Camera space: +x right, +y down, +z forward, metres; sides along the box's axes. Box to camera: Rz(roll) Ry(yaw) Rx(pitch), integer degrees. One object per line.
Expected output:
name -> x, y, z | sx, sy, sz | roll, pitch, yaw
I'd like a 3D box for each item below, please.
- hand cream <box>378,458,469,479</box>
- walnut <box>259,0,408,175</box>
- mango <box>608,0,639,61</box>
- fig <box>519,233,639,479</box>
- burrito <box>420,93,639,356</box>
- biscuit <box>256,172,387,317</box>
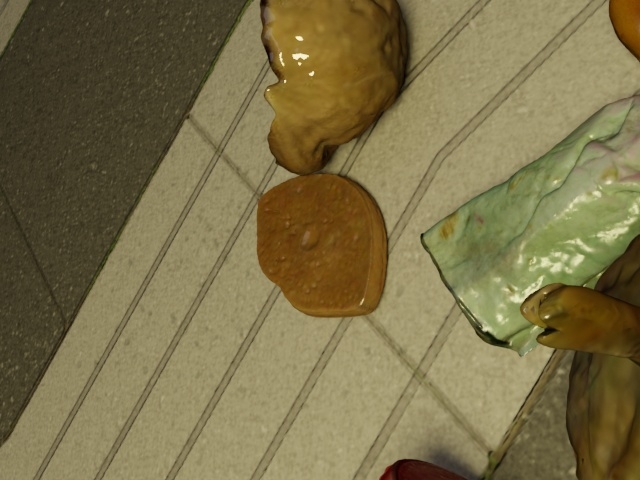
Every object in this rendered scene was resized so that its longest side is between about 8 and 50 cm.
hand cream -> 0.093, 0.254, 0.581 | 0.125, 0.193, 0.193 | -57, 45, 9
walnut -> 0.016, -0.188, 0.860 | 0.141, 0.204, 0.238 | 1, 77, 9
mango -> 0.281, -0.175, 0.696 | 0.080, 0.060, 0.114 | -15, 59, 20
fig -> 0.219, 0.087, 0.427 | 0.286, 0.369, 0.286 | -15, 69, 45
burrito -> 0.194, -0.022, 0.689 | 0.229, 0.089, 0.144 | -43, 50, 22
biscuit -> 0.000, 0.000, 0.894 | 0.142, 0.029, 0.221 | -57, 43, 7
